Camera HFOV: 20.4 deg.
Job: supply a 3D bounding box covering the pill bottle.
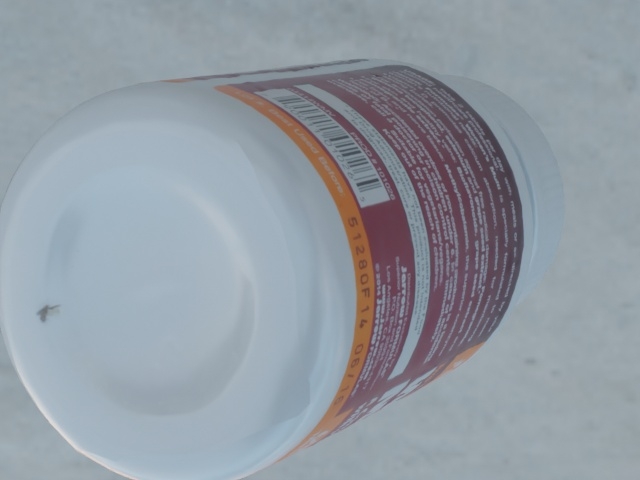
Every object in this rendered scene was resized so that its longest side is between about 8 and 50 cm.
[{"bbox_3d":[0.000,0.000,0.606,0.121,0.121,0.221,-12,-178,28],"label":"pill bottle"}]
